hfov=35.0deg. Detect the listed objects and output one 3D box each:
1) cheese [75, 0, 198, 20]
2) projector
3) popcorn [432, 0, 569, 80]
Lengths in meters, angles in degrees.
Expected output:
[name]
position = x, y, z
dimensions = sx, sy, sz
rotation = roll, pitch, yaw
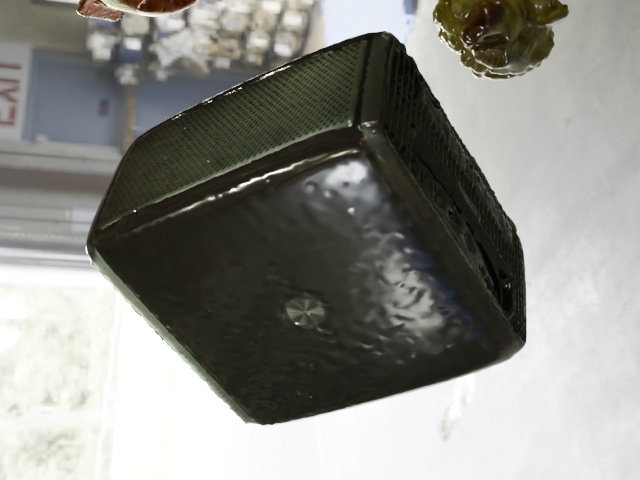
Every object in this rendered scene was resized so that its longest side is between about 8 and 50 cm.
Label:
[cheese]
position = -0.161, -0.372, 1.144
dimensions = 0.329, 0.217, 0.129
rotation = -46, 75, 24
[projector]
position = 0.000, 0.000, 1.233
dimensions = 0.395, 0.405, 0.242
rotation = 53, -150, -31
[popcorn]
position = 0.293, -0.366, 1.660
dimensions = 0.189, 0.218, 0.169
rotation = -42, 39, 18
